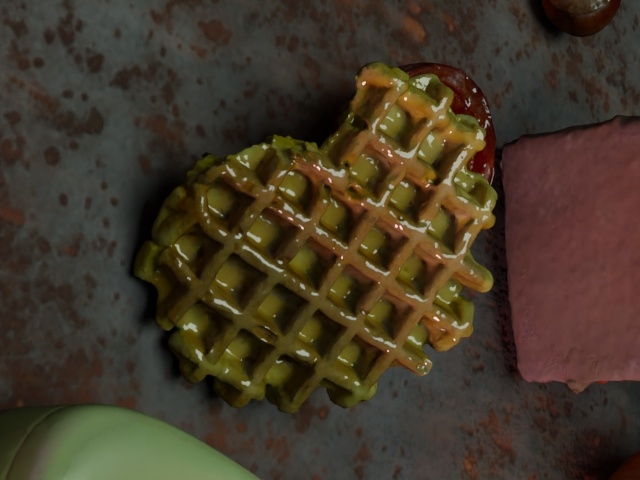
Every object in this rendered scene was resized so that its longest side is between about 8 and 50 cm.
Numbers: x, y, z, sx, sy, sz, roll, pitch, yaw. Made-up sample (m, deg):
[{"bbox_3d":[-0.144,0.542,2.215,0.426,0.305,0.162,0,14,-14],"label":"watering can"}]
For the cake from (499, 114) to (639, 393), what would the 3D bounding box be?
[{"bbox_3d":[0.327,0.007,1.154,0.237,0.309,0.230,-3,84,-43],"label":"cake"}]

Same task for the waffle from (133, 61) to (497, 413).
[{"bbox_3d":[0.000,0.000,0.919,0.253,0.056,0.249,-1,105,-18],"label":"waffle"}]

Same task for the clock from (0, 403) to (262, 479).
[{"bbox_3d":[-0.095,0.280,0.814,0.348,0.117,0.286,36,60,-38],"label":"clock"}]

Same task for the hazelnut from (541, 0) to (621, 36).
[{"bbox_3d":[0.245,-0.233,1.263,0.086,0.086,0.086,8,79,-45],"label":"hazelnut"}]

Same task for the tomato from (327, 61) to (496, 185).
[{"bbox_3d":[0.059,-0.063,1.033,0.159,0.091,0.139,-38,117,-35],"label":"tomato"}]

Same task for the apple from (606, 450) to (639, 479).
[{"bbox_3d":[0.372,0.305,1.201,0.264,0.264,0.264,8,79,-45],"label":"apple"}]
